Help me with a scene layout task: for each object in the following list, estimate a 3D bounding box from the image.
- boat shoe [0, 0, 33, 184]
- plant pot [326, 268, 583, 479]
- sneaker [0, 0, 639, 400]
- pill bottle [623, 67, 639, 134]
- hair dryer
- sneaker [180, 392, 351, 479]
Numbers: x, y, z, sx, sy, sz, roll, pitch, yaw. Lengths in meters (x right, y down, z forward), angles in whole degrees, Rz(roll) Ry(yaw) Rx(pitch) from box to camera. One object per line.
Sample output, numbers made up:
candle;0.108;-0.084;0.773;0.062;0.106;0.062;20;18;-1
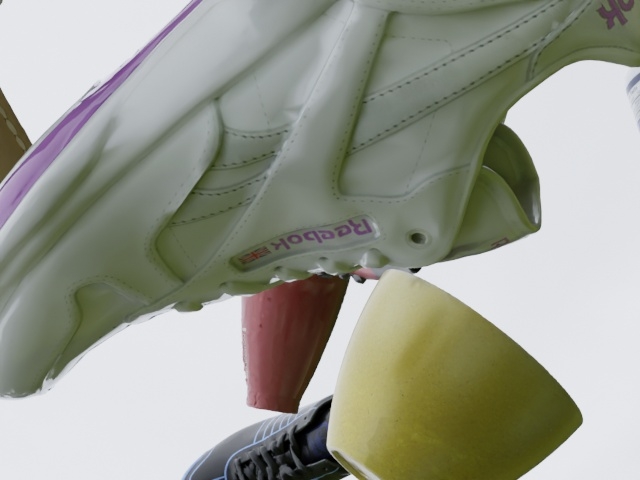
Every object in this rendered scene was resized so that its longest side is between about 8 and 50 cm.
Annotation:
boat shoe;-0.179;-0.114;0.803;0.110;0.122;0.341;-46;-47;-20
plant pot;0.058;0.094;1.043;0.095;0.134;0.134;-51;-29;-11
sneaker;-0.015;-0.019;0.698;0.305;0.152;0.114;-42;8;26
pill bottle;0.354;-0.136;1.867;0.112;0.186;0.112;-13;-20;-5
hair dryer;0.000;0.000;1.296;0.080;0.223;0.293;12;-53;-11
sneaker;-0.021;0.178;1.651;0.232;0.081;0.090;-26;-11;2
